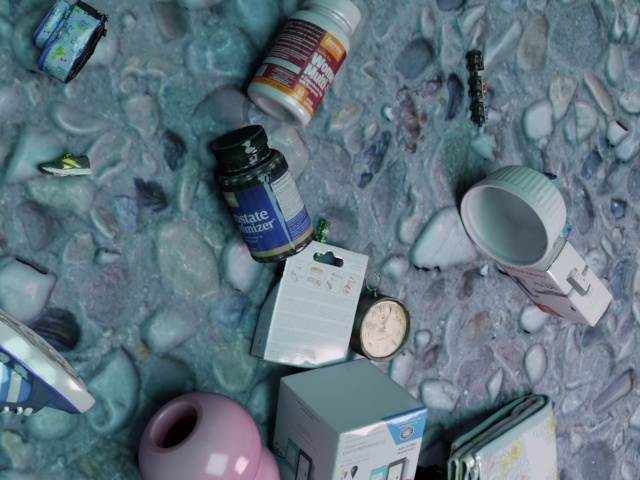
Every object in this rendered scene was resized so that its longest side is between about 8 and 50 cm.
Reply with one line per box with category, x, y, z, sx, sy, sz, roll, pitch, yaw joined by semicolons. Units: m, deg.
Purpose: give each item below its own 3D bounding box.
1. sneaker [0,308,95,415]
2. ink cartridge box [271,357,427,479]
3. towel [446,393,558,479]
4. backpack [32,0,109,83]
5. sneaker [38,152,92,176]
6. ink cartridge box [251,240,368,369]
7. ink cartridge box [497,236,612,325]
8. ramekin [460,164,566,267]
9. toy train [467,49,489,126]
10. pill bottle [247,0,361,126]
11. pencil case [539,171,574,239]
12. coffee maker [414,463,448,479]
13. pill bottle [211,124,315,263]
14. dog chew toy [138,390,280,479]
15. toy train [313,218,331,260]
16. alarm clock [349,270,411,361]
sneaker;-0.520;0.223;1.363;0.236;0.130;0.323;-47;126;-8
ink cartridge box;0.043;0.392;1.694;0.198;0.197;0.269;-9;118;-33
towel;0.407;0.541;2.031;0.375;0.090;0.320;-16;107;-45
backpack;-0.377;-0.296;1.371;0.084;0.105;0.114;29;81;-12
sneaker;-0.397;-0.118;1.435;0.083;0.031;0.035;0;85;-39
ink cartridge box;-0.018;0.122;1.730;0.189;0.066;0.232;16;81;-35
ink cartridge box;0.508;0.080;2.015;0.218;0.159;0.092;45;73;-31
ramekin;0.403;-0.057;1.896;0.109;0.207;0.207;-42;119;-31
toy train;0.325;-0.312;1.900;0.036;0.027;0.158;-20;109;-42
pill bottle;-0.024;-0.318;1.597;0.121;0.121;0.221;36;78;-34
pencil case;0.510;-0.075;2.046;0.070;0.064;0.151;-24;113;-8
coffee maker;0.199;0.569;1.914;0.171;0.120;0.178;6;96;-36
pill bottle;-0.101;-0.081;1.586;0.123;0.123;0.219;-34;115;-25
dog chew toy;-0.166;0.410;1.594;0.206;0.207;0.331;-47;129;-19
toy train;0.000;0.000;1.731;0.017;0.024;0.083;20;86;-36
alarm clock;0.110;0.151;1.811;0.129;0.064;0.191;-16;109;-32
